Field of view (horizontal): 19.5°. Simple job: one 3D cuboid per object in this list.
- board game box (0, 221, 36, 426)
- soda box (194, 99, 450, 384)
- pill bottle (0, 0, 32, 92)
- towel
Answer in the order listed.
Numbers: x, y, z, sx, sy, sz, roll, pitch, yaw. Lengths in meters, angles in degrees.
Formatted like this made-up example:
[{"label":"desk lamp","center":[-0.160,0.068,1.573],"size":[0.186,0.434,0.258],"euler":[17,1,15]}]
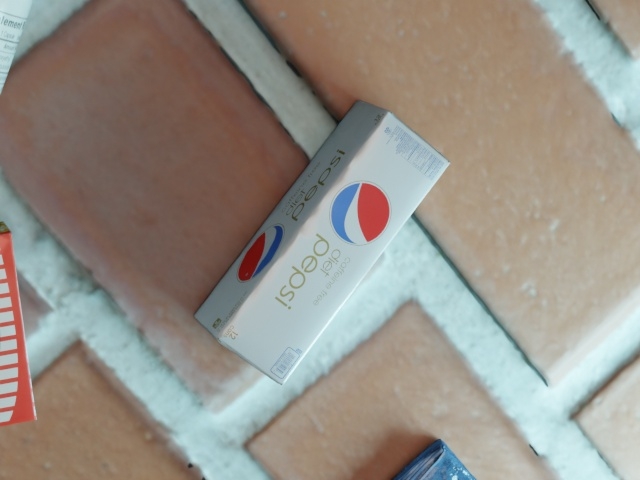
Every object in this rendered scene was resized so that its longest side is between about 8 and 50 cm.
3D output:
[{"label":"board game box","center":[-0.313,0.074,1.350],"size":[0.193,0.045,0.147],"euler":[-10,105,-16]},{"label":"soda box","center":[0.000,0.000,1.424],"size":[0.069,0.074,0.216],"euler":[38,88,-22]},{"label":"pill bottle","center":[-0.266,-0.163,1.267],"size":[0.131,0.131,0.229],"euler":[18,95,-21]},{"label":"towel","center":[0.077,0.225,1.524],"size":[0.119,0.029,0.067],"euler":[-45,112,-5]}]
